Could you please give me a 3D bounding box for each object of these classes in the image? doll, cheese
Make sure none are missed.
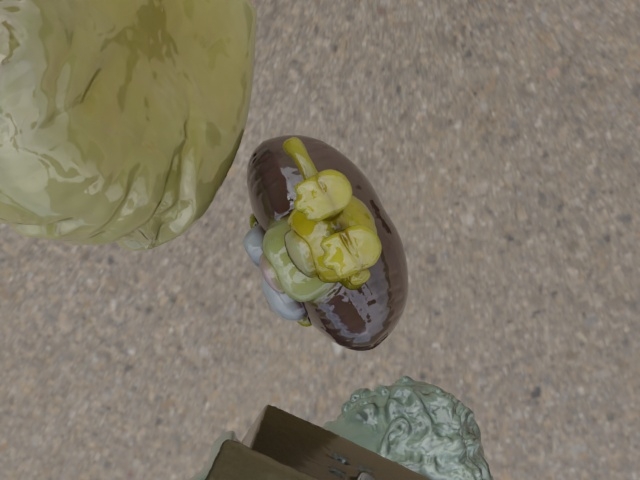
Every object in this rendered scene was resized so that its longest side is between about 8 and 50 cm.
[{"bbox_3d":[-0.005,-0.008,0.682,0.096,0.188,0.145,-32,65,-4],"label":"doll"},{"bbox_3d":[-0.126,-0.103,0.608,0.117,0.226,0.214,-12,157,34],"label":"cheese"}]

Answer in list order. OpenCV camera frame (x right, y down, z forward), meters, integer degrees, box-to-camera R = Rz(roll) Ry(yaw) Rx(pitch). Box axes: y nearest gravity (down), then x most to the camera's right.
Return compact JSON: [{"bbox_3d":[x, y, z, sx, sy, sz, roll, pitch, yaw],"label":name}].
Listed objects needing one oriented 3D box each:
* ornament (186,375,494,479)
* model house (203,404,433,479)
[{"bbox_3d":[-0.007,0.185,0.858,0.285,0.120,0.130,-9,80,-18],"label":"ornament"},{"bbox_3d":[-0.008,0.218,0.512,0.181,0.248,0.176,27,106,0],"label":"model house"}]
